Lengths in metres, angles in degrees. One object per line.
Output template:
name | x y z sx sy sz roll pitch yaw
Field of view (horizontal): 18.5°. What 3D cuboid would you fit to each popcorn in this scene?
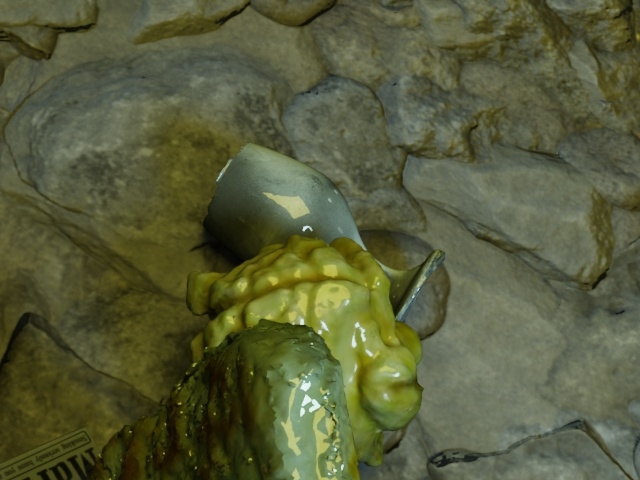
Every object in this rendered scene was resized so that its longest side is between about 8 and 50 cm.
popcorn | -0.023 0.113 1.910 0.255 0.195 0.256 25 83 -14

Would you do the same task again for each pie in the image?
pie | -0.061 0.282 1.657 0.180 0.418 0.395 -7 70 -26

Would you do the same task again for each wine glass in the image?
wine glass | 0.000 0.000 2.039 0.241 0.126 0.126 31 56 5

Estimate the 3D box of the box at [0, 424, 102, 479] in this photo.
box | -0.272 0.257 1.852 0.177 0.036 0.115 -23 68 -27
